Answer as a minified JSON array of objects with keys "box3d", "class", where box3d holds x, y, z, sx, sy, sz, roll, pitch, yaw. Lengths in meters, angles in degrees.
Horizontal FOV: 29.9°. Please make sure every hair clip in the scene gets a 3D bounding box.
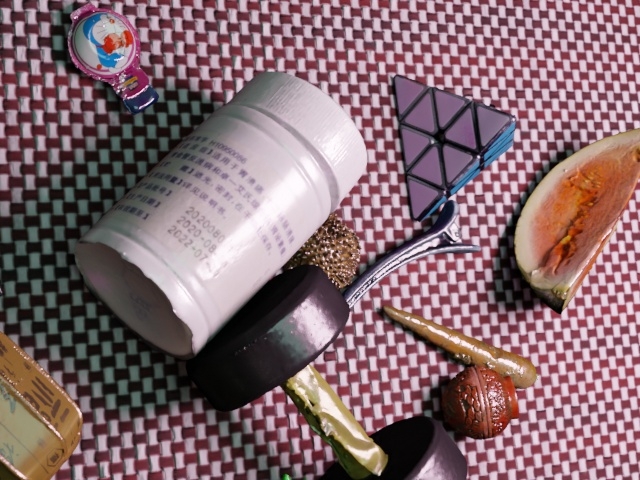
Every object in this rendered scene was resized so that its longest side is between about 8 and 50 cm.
[{"box3d":[0.094,0.043,1.598,0.275,0.048,0.083,-31,100,-25],"class":"hair clip"}]

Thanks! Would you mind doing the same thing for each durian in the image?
[{"box3d":[0.003,-0.002,1.542,0.110,0.071,0.140,-31,91,-28],"class":"durian"}]

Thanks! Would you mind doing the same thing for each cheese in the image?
[{"box3d":[-0.253,-0.222,1.462,0.095,0.038,0.145,-38,98,-27],"class":"cheese"}]

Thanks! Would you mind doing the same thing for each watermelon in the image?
[{"box3d":[0.354,-0.033,1.700,0.128,0.159,0.303,30,68,12],"class":"watermelon"}]

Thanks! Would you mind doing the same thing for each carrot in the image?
[{"box3d":[0.191,0.143,1.630,0.254,0.049,0.049,26,70,-16],"class":"carrot"}]

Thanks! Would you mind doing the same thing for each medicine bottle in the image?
[{"box3d":[-0.111,-0.037,1.419,0.190,0.190,0.332,49,64,-12],"class":"medicine bottle"}]

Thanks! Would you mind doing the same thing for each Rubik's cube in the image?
[{"box3d":[0.150,-0.119,1.654,0.190,0.211,0.178,30,89,14],"class":"Rubik's cube"}]

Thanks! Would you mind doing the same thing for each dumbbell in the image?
[{"box3d":[0.009,0.208,1.432,0.204,0.204,0.322,-42,102,-26],"class":"dumbbell"}]

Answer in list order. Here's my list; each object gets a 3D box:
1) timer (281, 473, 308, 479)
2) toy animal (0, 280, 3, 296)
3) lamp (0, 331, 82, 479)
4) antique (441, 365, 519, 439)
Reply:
[{"box3d":[-0.091,0.375,1.312,0.285,0.285,0.285,5,79,-27],"class":"timer"},{"box3d":[-0.462,0.038,1.286,0.233,0.084,0.148,-8,86,-32],"class":"toy animal"},{"box3d":[-0.358,0.189,1.275,0.185,0.161,0.161,44,65,-11],"class":"lamp"},{"box3d":[0.210,0.216,1.595,0.104,0.104,0.104,5,79,-27],"class":"antique"}]
